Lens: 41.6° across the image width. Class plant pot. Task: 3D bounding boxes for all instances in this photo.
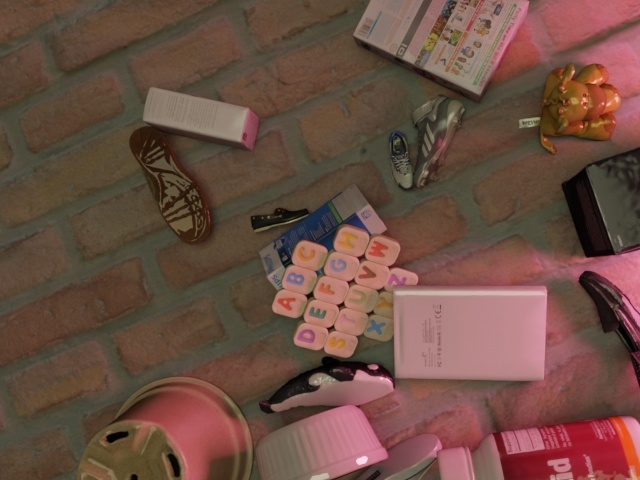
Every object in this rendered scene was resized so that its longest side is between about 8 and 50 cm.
[{"bbox_3d":[-0.332,0.459,1.720,0.334,0.305,0.333,-1,86,8],"label":"plant pot"}]

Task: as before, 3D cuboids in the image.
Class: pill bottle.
[{"bbox_3d":[0.435,0.477,1.645,0.392,0.224,0.224,-10,85,6],"label":"pill bottle"}]

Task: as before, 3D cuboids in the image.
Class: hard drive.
[{"bbox_3d":[0.307,0.192,1.749,0.308,0.040,0.203,0,107,8],"label":"hard drive"}]

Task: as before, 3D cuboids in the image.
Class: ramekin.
[{"bbox_3d":[-0.009,0.428,1.701,0.273,0.273,0.127,-23,74,6],"label":"ramekin"}]

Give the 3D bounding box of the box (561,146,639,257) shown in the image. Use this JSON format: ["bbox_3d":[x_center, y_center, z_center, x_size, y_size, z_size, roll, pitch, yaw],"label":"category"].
[{"bbox_3d":[0.653,-0.090,1.621,0.296,0.294,0.182,-18,86,7],"label":"box"}]

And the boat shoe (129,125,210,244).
[{"bbox_3d":[-0.329,-0.120,1.879,0.105,0.089,0.285,-26,86,-10],"label":"boat shoe"}]

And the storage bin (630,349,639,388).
[{"bbox_3d":[0.686,0.302,1.653,0.084,0.122,0.180,-19,107,7],"label":"storage bin"}]

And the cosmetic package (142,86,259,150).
[{"bbox_3d":[-0.260,-0.266,1.855,0.231,0.117,0.085,12,88,8],"label":"cosmetic package"}]

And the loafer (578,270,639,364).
[{"bbox_3d":[0.605,0.157,1.721,0.078,0.076,0.223,-42,85,-4],"label":"loafer"}]

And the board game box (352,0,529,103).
[{"bbox_3d":[0.256,-0.462,1.805,0.303,0.097,0.224,28,91,10],"label":"board game box"}]

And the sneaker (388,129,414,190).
[{"bbox_3d":[0.170,-0.174,1.816,0.052,0.058,0.135,-14,85,7],"label":"sneaker"}]

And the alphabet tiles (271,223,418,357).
[{"bbox_3d":[0.053,0.110,1.753,0.278,0.021,0.284,18,108,-17],"label":"alphabet tiles"}]

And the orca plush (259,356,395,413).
[{"bbox_3d":[0.012,0.304,1.811,0.287,0.102,0.151,-24,128,16],"label":"orca plush"}]

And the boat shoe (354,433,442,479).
[{"bbox_3d":[0.151,0.511,1.759,0.267,0.096,0.088,-38,112,-9],"label":"boat shoe"}]

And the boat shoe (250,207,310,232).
[{"bbox_3d":[-0.090,-0.051,1.849,0.133,0.049,0.042,-13,92,11],"label":"boat shoe"}]

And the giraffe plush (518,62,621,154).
[{"bbox_3d":[0.514,-0.281,1.717,0.210,0.170,0.181,-23,83,6],"label":"giraffe plush"}]

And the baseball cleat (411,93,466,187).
[{"bbox_3d":[0.230,-0.216,1.814,0.109,0.072,0.206,28,86,23],"label":"baseball cleat"}]

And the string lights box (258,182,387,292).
[{"bbox_3d":[0.000,0.000,1.783,0.260,0.133,0.077,-36,116,5],"label":"string lights box"}]
